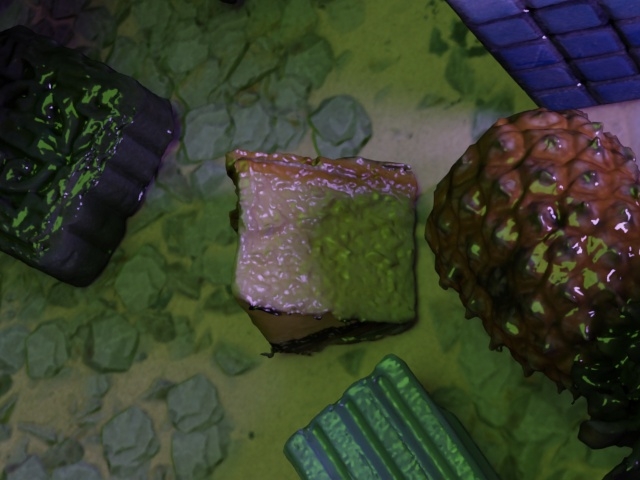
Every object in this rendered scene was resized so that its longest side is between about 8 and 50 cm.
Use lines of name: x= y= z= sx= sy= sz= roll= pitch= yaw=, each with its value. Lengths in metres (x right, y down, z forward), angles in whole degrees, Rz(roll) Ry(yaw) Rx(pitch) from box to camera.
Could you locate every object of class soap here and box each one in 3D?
soap: x=0.070 y=0.189 z=1.111 sx=0.114 sy=0.063 sz=0.198 roll=-39 pitch=59 yaw=8

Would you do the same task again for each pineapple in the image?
pineapple: x=0.200 y=0.065 z=1.012 sx=0.169 sy=0.169 sz=0.340 roll=-41 pitch=50 yaw=9

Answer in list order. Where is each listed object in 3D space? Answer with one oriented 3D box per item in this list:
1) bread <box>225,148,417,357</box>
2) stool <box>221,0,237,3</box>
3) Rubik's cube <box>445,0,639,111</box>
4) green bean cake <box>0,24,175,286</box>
bread: x=0.000 y=0.000 z=1.200 sx=0.152 sy=0.127 sz=0.147 roll=-7 pitch=68 yaw=7
stool: x=-0.116 y=-0.342 z=1.303 sx=0.178 sy=0.272 sz=0.272 roll=-47 pitch=57 yaw=24
Rubik's cube: x=0.222 y=-0.246 z=1.090 sx=0.237 sy=0.237 sz=0.238 roll=-9 pitch=69 yaw=26
green bean cake: x=-0.236 y=-0.074 z=1.356 sx=0.185 sy=0.094 sz=0.183 roll=27 pitch=85 yaw=27
